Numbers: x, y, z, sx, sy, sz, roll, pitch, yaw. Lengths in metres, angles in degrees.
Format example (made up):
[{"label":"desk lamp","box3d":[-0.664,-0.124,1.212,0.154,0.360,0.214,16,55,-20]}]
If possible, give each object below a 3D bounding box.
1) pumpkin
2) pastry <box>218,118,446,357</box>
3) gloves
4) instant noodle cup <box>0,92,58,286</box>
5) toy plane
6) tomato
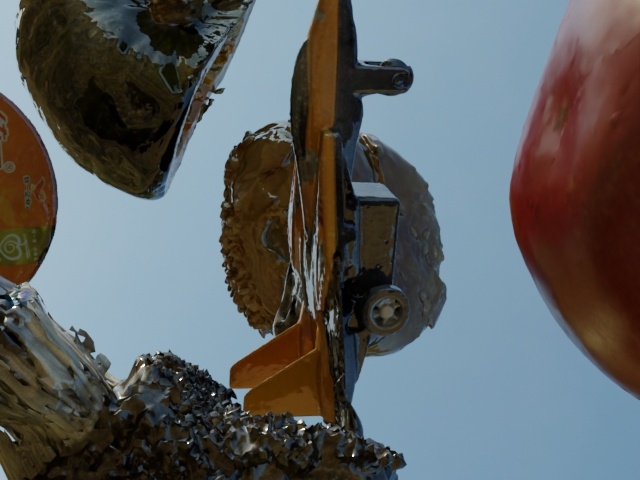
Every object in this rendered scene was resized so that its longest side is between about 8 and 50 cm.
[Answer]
[{"label":"pumpkin","box3d":[-0.200,-0.220,1.471,0.232,0.325,0.242,24,-40,-6]},{"label":"pastry","box3d":[0.000,0.000,1.450,0.162,0.311,0.255,-17,-110,32]},{"label":"gloves","box3d":[-0.075,0.139,0.741,0.312,0.135,0.210,48,-39,-4]},{"label":"instant noodle cup","box3d":[-0.345,-0.015,1.233,0.230,0.230,0.182,64,-14,6]},{"label":"toy plane","box3d":[0.014,-0.024,0.972,0.204,0.103,0.316,-129,-133,-67]},{"label":"tomato","box3d":[0.262,-0.051,0.757,0.325,0.290,0.293,-92,-163,-49]}]
